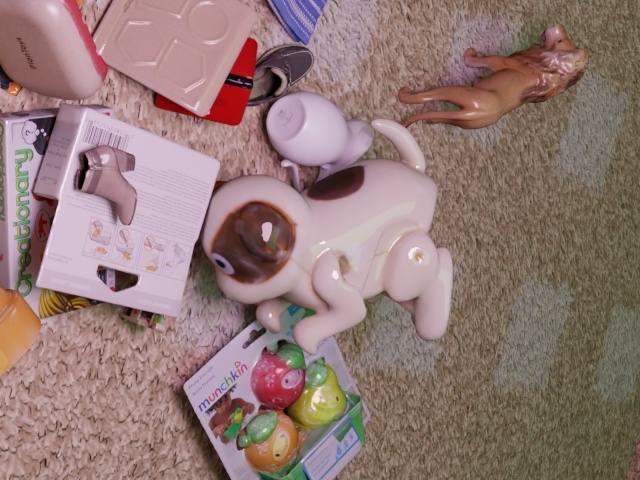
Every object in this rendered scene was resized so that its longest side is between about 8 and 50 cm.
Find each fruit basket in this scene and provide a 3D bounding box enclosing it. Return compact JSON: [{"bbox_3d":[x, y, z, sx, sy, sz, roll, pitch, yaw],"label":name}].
[{"bbox_3d":[-0.059,0.297,2.086,0.327,0.165,0.353,-41,127,-31],"label":"fruit basket"}]

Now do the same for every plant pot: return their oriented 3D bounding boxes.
[{"bbox_3d":[-0.511,0.095,1.531,0.205,0.205,0.188,-43,115,-29],"label":"plant pot"}]

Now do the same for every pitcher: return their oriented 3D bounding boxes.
[{"bbox_3d":[-0.019,-0.165,2.029,0.178,0.125,0.207,-57,148,7],"label":"pitcher"}]

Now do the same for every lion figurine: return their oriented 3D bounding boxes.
[{"bbox_3d":[0.344,-0.293,2.274,0.392,0.240,0.142,-41,129,-30],"label":"lion figurine"}]

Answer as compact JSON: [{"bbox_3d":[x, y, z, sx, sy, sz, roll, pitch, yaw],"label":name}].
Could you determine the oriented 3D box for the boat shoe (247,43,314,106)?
[{"bbox_3d":[-0.084,-0.271,1.946,0.223,0.073,0.080,-29,124,-37],"label":"boat shoe"}]

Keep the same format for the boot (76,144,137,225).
[{"bbox_3d":[-0.304,-0.076,1.621,0.087,0.042,0.119,-7,104,-44],"label":"boot"}]

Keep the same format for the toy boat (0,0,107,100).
[{"bbox_3d":[-0.366,-0.303,1.570,0.231,0.151,0.151,75,32,-54],"label":"toy boat"}]

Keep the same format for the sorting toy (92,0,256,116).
[{"bbox_3d":[-0.225,-0.319,1.765,0.208,0.038,0.193,30,79,-17],"label":"sorting toy"}]

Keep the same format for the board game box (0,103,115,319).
[{"bbox_3d":[-0.394,-0.041,1.698,0.193,0.053,0.305,-15,113,-47],"label":"board game box"}]

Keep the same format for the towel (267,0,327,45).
[{"bbox_3d":[0.006,-0.527,1.943,0.336,0.040,0.243,-63,153,-12],"label":"towel"}]

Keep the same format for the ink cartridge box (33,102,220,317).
[{"bbox_3d":[-0.298,-0.037,1.720,0.296,0.066,0.261,20,85,-52],"label":"ink cartridge box"}]

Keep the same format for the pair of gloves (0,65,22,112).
[{"bbox_3d":[-0.461,-0.211,1.610,0.074,0.010,0.083,47,67,-44],"label":"pair of gloves"}]

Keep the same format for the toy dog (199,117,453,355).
[{"bbox_3d":[0.000,0.000,1.909,0.407,0.284,0.396,-1,116,-30],"label":"toy dog"}]

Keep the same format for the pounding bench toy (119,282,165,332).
[{"bbox_3d":[-0.271,0.109,1.859,0.052,0.083,0.065,26,83,-47],"label":"pounding bench toy"}]

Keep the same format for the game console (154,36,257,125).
[{"bbox_3d":[-0.183,-0.267,1.838,0.144,0.085,0.124,12,125,-15],"label":"game console"}]
